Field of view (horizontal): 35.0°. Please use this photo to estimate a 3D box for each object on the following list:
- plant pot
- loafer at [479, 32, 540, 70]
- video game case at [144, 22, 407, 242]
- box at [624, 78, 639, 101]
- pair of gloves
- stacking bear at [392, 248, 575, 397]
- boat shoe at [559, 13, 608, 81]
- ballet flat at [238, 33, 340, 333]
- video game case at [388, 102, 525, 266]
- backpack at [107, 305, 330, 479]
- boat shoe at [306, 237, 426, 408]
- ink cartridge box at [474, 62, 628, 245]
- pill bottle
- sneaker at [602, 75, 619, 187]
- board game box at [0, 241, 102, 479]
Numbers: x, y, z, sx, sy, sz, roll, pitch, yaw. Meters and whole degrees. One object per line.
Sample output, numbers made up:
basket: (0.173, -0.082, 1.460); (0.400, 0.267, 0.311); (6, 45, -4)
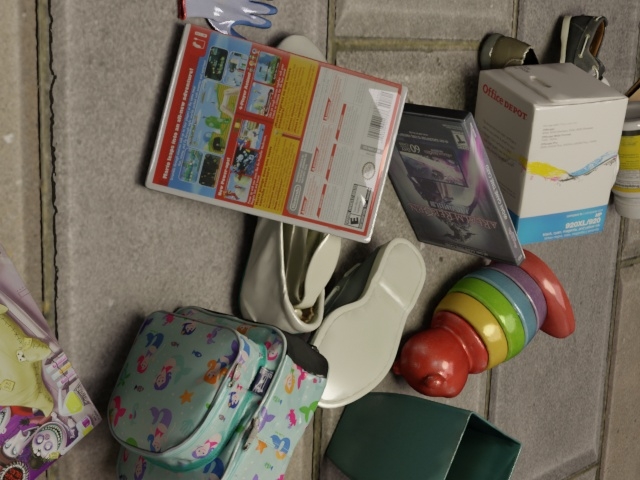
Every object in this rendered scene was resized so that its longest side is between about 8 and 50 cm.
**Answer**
plant pot: (0.138, 0.323, 1.507); (0.165, 0.234, 0.165); (37, 72, -44)
loafer: (0.347, -0.236, 1.692); (0.094, 0.087, 0.251); (-57, 133, -20)
video game case: (-0.051, -0.128, 1.237); (0.285, 0.025, 0.204); (14, 89, -13)
box: (0.670, -0.236, 2.080); (0.164, 0.021, 0.201); (-42, 128, -31)
pair of gloves: (-0.109, -0.337, 1.241); (0.159, 0.023, 0.198); (-9, 105, -45)
stacking bear: (0.249, 0.149, 1.646); (0.289, 0.175, 0.164); (-35, 126, -26)
boat shoe: (0.450, -0.289, 1.751); (0.084, 0.079, 0.233); (56, 42, -61)
ballet flat: (-0.015, -0.065, 1.328); (0.139, 0.139, 0.400); (3, 98, -47)
video game case: (0.177, -0.084, 1.474); (0.026, 0.196, 0.274); (-47, 130, -26)
backpack: (-0.134, 0.212, 1.203); (0.191, 0.225, 0.253); (29, 76, -45)
boat shoe: (0.045, 0.122, 1.415); (0.116, 0.099, 0.319); (48, 47, -14)
ink cartridge box: (0.349, -0.141, 1.594); (0.168, 0.171, 0.232); (-8, 120, -19)
pill bottle: (0.615, -0.156, 1.972); (0.119, 0.119, 0.208); (-35, 124, -35)
sneaker: (0.473, -0.183, 1.852); (0.115, 0.090, 0.232); (-21, 106, -34)
board game box: (-0.383, 0.125, 1.055); (0.208, 0.056, 0.346); (-40, 126, -28)
